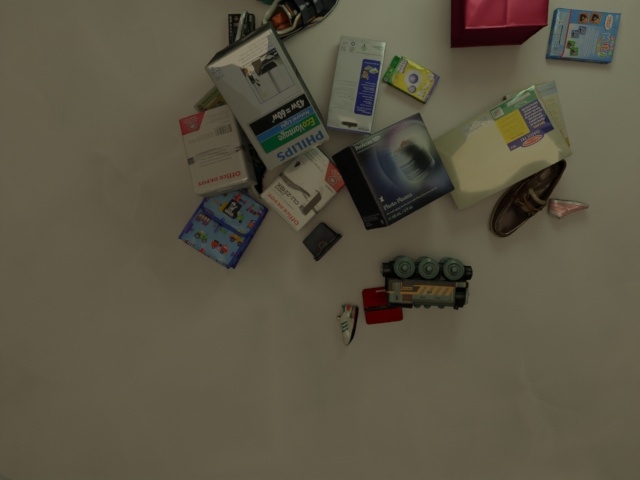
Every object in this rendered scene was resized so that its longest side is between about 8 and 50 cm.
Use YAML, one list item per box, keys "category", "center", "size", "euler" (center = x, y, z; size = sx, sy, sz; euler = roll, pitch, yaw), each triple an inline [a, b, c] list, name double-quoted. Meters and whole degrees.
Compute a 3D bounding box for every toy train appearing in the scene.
- category: "toy train"
  center: [0.385, 0.155, 1.742]
  size: [0.333, 0.142, 0.190]
  euler: [2, 92, 2]

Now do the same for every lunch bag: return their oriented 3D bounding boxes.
- category: "lunch bag"
  center: [-0.351, -0.072, 1.797]
  size: [0.221, 0.138, 0.293]
  euler: [31, 88, 1]

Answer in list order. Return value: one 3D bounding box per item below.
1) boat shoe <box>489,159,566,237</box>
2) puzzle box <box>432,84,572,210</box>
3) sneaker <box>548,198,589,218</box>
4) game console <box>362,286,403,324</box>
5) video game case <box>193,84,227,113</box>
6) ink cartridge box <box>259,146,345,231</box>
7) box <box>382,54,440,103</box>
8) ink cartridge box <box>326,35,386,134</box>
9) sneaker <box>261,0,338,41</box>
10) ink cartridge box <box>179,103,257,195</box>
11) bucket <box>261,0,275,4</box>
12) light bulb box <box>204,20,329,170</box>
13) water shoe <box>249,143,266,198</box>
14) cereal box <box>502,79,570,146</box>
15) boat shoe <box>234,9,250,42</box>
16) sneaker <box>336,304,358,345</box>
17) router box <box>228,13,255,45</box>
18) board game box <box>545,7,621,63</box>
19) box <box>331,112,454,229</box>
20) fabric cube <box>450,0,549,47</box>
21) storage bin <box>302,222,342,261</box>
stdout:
- category: "boat shoe"
  center: [0.737, -0.151, 1.683]
  size: [0.123, 0.123, 0.342]
  euler: [40, 99, -2]
- category: "puzzle box"
  center: [0.609, -0.313, 1.654]
  size: [0.408, 0.052, 0.272]
  euler: [-27, 85, 17]
- category: "sneaker"
  center: [0.890, -0.109, 1.716]
  size: [0.134, 0.051, 0.070]
  euler: [7, 101, 7]
- category: "game console"
  center: [0.239, 0.249, 1.841]
  size: [0.144, 0.085, 0.124]
  euler: [-8, 67, 5]
- category: "video game case"
  center: [-0.332, -0.495, 1.767]
  size: [0.212, 0.023, 0.193]
  euler: [-41, 94, 10]
- category: "ink cartridge box"
  center: [-0.057, -0.193, 1.745]
  size: [0.197, 0.114, 0.273]
  euler: [45, 100, -4]
- category: "box"
  center: [0.320, -0.576, 1.693]
  size: [0.179, 0.043, 0.105]
  euler: [28, 99, 1]
- category: "ink cartridge box"
  center: [0.124, -0.539, 1.681]
  size: [0.165, 0.065, 0.333]
  euler: [11, 89, 3]
- category: "sneaker"
  center: [-0.064, -0.804, 1.648]
  size: [0.321, 0.127, 0.126]
  euler: [-36, 93, 7]
- category: "ink cartridge box"
  center: [-0.363, -0.312, 1.697]
  size: [0.207, 0.117, 0.283]
  euler: [-14, 84, 9]
- category: "bucket"
  center: [-0.166, -0.964, 1.600]
  size: [0.281, 0.183, 0.281]
  euler: [0, 98, 3]
- category: "light bulb box"
  center: [-0.162, -0.475, 1.541]
  size: [0.225, 0.358, 0.361]
  euler: [-27, 117, 9]
- category: "water shoe"
  center: [-0.235, -0.259, 1.770]
  size: [0.080, 0.073, 0.203]
  euler: [-15, 98, 4]
- category: "cereal box"
  center: [0.760, -0.419, 1.679]
  size: [0.173, 0.047, 0.240]
  euler: [-16, 97, 7]
- category: "boat shoe"
  center: [-0.270, -0.734, 1.675]
  size: [0.040, 0.049, 0.142]
  euler: [16, 106, -4]
- category: "sneaker"
  center: [0.098, 0.325, 1.850]
  size: [0.075, 0.057, 0.161]
  euler: [14, 101, 19]
- category: "router box"
  center: [-0.282, -0.749, 1.715]
  size: [0.092, 0.038, 0.123]
  euler: [0, 99, 4]
- category: "board game box"
  center: [0.897, -0.698, 1.629]
  size: [0.211, 0.039, 0.160]
  euler: [7, 99, 4]
- category: "box"
  center: [0.246, -0.233, 1.632]
  size: [0.296, 0.182, 0.294]
  euler: [-29, 95, -17]
- category: "fabric cube"
  center: [0.568, -0.787, 1.533]
  size: [0.259, 0.254, 0.258]
  euler: [-1, 98, 4]
- category: "storage bin"
  center: [0.000, 0.000, 1.786]
  size: [0.091, 0.098, 0.135]
  euler: [44, 100, 8]
